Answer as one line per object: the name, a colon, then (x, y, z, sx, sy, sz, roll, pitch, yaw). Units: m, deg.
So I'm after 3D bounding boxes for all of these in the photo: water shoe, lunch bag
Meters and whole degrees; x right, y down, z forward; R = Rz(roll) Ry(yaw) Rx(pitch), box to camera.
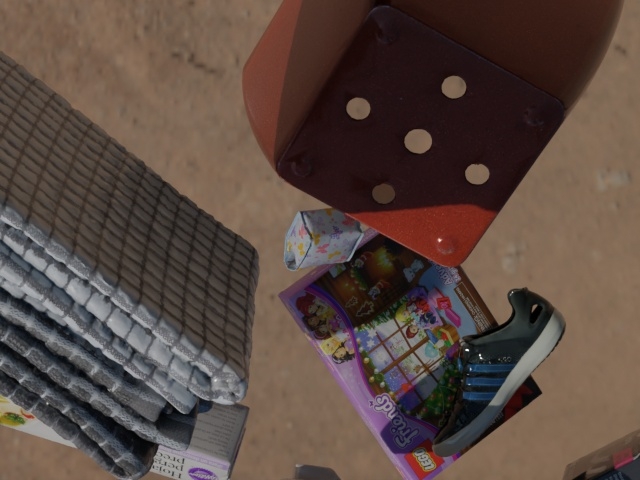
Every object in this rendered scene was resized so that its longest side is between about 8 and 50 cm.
water shoe: (0.173, 0.139, 1.790, 0.080, 0.073, 0.203, 40, 90, -1)
lunch bag: (0.000, 0.000, 1.870, 0.071, 0.053, 0.083, -9, 149, -23)

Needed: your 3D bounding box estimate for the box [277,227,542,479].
box: (0.112, 0.127, 2.038, 0.201, 0.057, 0.293, -37, 103, -10)

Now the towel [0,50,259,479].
towel: (-0.180, 0.009, 1.128, 0.284, 0.235, 0.121, 37, 109, -16)

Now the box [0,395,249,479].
box: (-0.227, 0.139, 1.483, 0.324, 0.067, 0.063, 16, 144, 1)

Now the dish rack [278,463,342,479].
dish rack: (0.081, 0.296, 1.758, 0.333, 0.072, 0.285, 9, 164, -3)

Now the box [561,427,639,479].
box: (0.407, 0.256, 1.786, 0.270, 0.165, 0.143, -28, 88, 10)

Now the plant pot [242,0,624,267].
plant pot: (0.090, -0.135, 1.445, 0.267, 0.236, 0.267, 28, 117, -10)
